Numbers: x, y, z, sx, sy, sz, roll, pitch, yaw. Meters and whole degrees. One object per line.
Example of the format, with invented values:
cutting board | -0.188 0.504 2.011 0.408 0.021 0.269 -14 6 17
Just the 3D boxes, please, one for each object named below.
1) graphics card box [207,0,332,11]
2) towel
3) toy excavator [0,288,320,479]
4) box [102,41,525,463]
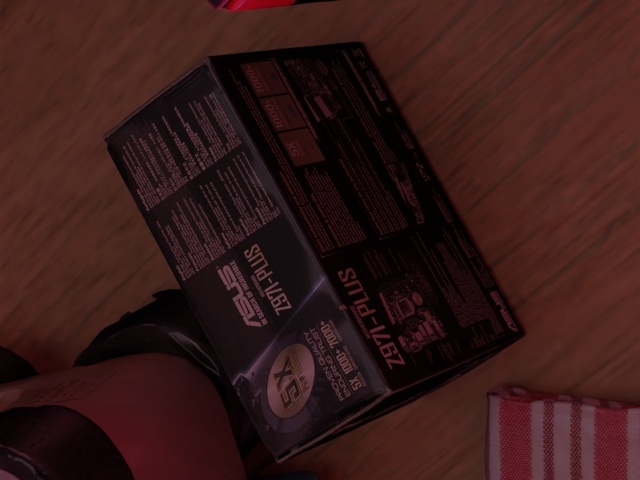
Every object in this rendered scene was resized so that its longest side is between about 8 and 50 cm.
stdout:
graphics card box | 0.022 -0.210 0.751 0.094 0.371 0.233 -46 73 29
towel | 0.172 0.149 0.926 0.197 0.029 0.144 4 100 33
toy excavator | -0.055 0.264 0.994 0.433 0.222 0.445 -13 103 25
box | 0.000 0.000 0.931 0.077 0.147 0.180 -34 81 30
